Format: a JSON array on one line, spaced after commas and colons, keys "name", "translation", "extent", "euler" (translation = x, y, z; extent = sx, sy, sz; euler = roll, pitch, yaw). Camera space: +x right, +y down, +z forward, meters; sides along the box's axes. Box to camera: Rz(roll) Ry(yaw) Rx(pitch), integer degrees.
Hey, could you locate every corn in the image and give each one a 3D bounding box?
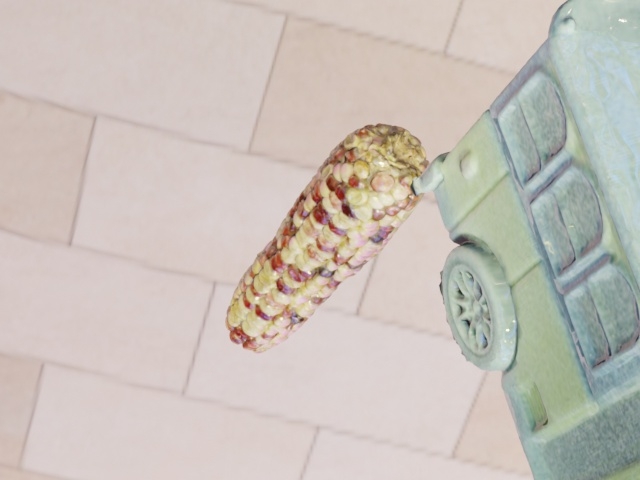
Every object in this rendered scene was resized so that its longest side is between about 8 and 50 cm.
[{"name": "corn", "translation": [0.000, 0.000, 1.437], "extent": [0.092, 0.092, 0.280], "euler": [29, 130, -16]}]

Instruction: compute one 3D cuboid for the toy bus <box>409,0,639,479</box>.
[{"name": "toy bus", "translation": [0.168, 0.070, 0.600], "extent": [0.152, 0.312, 0.190], "euler": [-13, 165, -20]}]
